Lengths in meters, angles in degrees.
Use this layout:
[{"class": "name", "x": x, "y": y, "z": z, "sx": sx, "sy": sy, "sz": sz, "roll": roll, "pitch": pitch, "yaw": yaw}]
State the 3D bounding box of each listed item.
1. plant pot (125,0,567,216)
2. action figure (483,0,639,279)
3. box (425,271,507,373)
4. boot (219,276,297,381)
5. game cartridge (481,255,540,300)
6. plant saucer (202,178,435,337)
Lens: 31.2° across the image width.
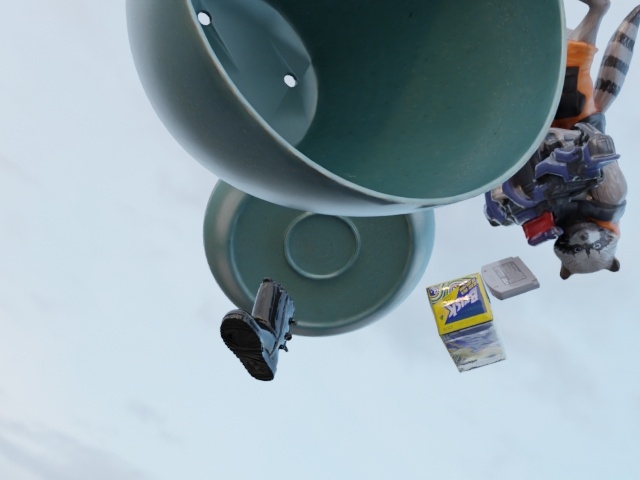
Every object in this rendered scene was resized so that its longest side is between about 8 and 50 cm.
[{"class": "plant pot", "x": -0.010, "y": -0.140, "z": 0.757, "sx": 0.290, "sy": 0.290, "sz": 0.195, "roll": 41, "pitch": -31, "yaw": -18}, {"class": "action figure", "x": 0.311, "y": -0.120, "z": 1.317, "sx": 0.179, "sy": 0.330, "sz": 0.341, "roll": -1, "pitch": -1, "yaw": -12}, {"class": "box", "x": 0.155, "y": 0.089, "z": 1.197, "sx": 0.059, "sy": 0.054, "sz": 0.169, "roll": -17, "pitch": -23, "yaw": 8}, {"class": "boot", "x": -0.065, "y": 0.084, "z": 1.246, "sx": 0.045, "sy": 0.099, "sz": 0.121, "roll": -2, "pitch": -40, "yaw": 23}, {"class": "game cartridge", "x": 0.222, "y": 0.045, "z": 1.360, "sx": 0.056, "sy": 0.083, "sz": 0.017, "roll": -15, "pitch": -68, "yaw": -2}, {"class": "plant saucer", "x": 0.000, "y": 0.000, "z": 1.541, "sx": 0.318, "sy": 0.043, "sz": 0.317, "roll": -1, "pitch": -66, "yaw": -3}]
